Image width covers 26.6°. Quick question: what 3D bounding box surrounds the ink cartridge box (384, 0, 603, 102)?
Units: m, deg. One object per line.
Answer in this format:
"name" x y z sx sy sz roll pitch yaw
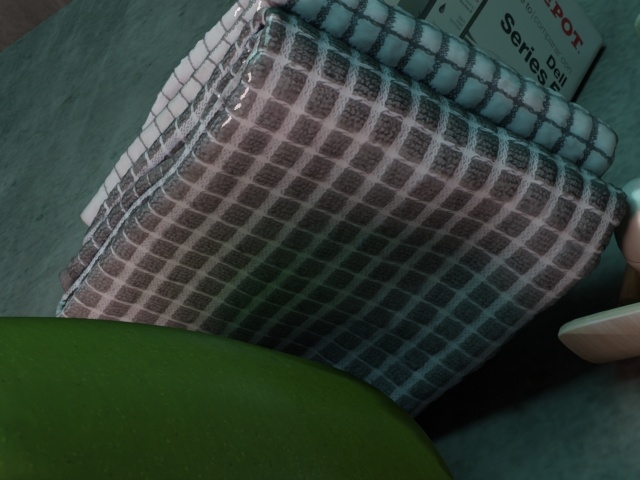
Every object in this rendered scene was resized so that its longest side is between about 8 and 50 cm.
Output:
"ink cartridge box" 0.066 -0.118 0.974 0.115 0.198 0.273 -5 44 48

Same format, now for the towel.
"towel" 0.000 0.000 0.777 0.284 0.235 0.121 -48 28 41

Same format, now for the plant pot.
"plant pot" -0.108 0.146 0.595 0.274 0.293 0.275 -11 66 25

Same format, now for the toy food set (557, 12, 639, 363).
"toy food set" 0.260 -0.071 0.772 0.219 0.092 0.306 -19 35 37
